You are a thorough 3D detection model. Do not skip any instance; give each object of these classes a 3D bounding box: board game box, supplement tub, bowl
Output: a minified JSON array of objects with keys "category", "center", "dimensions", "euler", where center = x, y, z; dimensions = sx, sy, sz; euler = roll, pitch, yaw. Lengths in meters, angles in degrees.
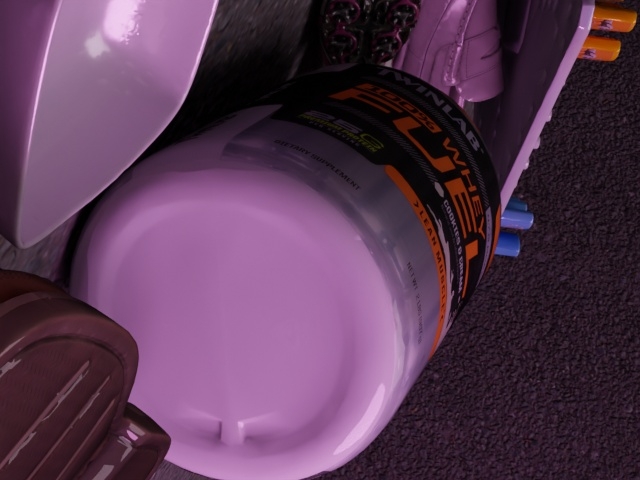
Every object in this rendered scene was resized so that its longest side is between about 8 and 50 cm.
[{"category":"board game box","center":[0.214,-0.234,1.272],"dimensions":[0.390,0.050,0.390],"euler":[104,-6,-59]},{"category":"supplement tub","center":[0.000,0.000,0.812],"dimensions":[0.193,0.193,0.316],"euler":[-65,171,24]},{"category":"bowl","center":[-0.087,-0.084,0.495],"dimensions":[0.142,0.053,0.142],"euler":[-50,166,-49]}]

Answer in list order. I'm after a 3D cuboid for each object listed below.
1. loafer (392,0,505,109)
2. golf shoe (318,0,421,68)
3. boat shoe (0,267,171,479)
[{"category":"loafer","center":[0.130,-0.180,1.260],"dimensions":[0.112,0.111,0.319],"euler":[-52,168,-47]},{"category":"golf shoe","center":[0.028,-0.156,0.957],"dimensions":[0.186,0.067,0.086],"euler":[101,-12,-51]},{"category":"boat shoe","center":[-0.140,0.068,0.535],"dimensions":[0.110,0.104,0.307],"euler":[-49,170,-17]}]
